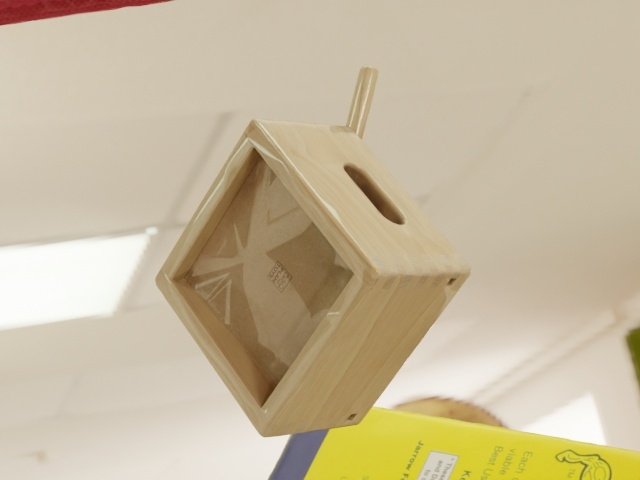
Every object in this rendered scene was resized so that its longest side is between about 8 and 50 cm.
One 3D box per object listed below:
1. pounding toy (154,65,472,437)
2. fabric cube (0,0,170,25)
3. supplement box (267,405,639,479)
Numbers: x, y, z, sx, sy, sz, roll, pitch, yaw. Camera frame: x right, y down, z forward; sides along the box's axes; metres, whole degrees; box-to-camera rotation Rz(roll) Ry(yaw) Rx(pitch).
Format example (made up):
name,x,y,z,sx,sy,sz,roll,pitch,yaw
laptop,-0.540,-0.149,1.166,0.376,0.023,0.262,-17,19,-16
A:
name,x,y,z,sx,sy,sz,roll,pitch,yaw
pounding toy,0.000,0.000,0.747,0.100,0.141,0.130,0,-48,-47
fabric cube,-0.068,-0.203,0.360,0.254,0.258,0.259,-6,0,14
supplement box,0.137,0.243,0.857,0.356,0.195,0.194,6,-39,31
